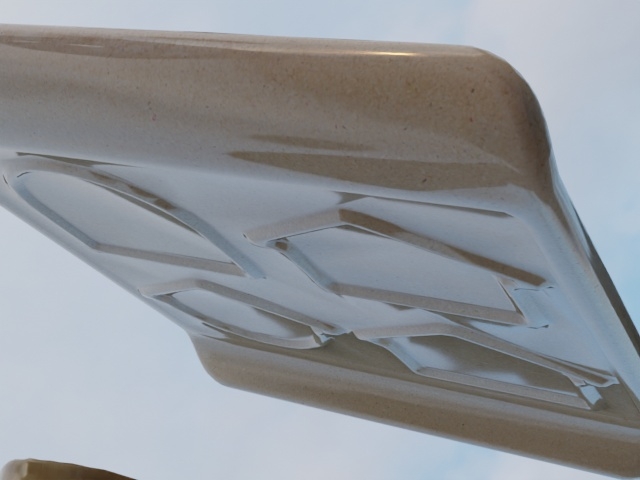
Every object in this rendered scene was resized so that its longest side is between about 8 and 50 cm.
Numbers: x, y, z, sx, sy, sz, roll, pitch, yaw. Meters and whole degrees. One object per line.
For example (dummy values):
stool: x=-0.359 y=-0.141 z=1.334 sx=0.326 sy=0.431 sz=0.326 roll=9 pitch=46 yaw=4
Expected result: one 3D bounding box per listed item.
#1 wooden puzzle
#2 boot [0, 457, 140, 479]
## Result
wooden puzzle: x=0.000 y=0.000 z=0.558 sx=0.348 sy=0.322 sz=0.081 roll=52 pitch=-127 yaw=-52
boot: x=-0.048 y=0.242 z=0.424 sx=0.236 sy=0.089 sz=0.270 roll=22 pitch=-122 yaw=-17
